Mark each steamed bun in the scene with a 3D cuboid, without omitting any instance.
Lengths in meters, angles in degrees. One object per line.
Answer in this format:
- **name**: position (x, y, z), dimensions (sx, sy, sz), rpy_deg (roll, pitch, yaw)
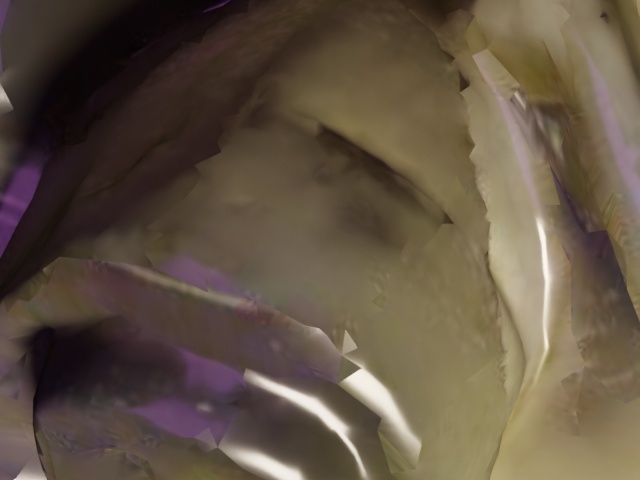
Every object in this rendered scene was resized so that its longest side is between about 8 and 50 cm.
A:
- **steamed bun**: position (0.000, 0.000, 0.483), dimensions (0.394, 0.237, 0.346), rpy_deg (-21, 107, 23)
